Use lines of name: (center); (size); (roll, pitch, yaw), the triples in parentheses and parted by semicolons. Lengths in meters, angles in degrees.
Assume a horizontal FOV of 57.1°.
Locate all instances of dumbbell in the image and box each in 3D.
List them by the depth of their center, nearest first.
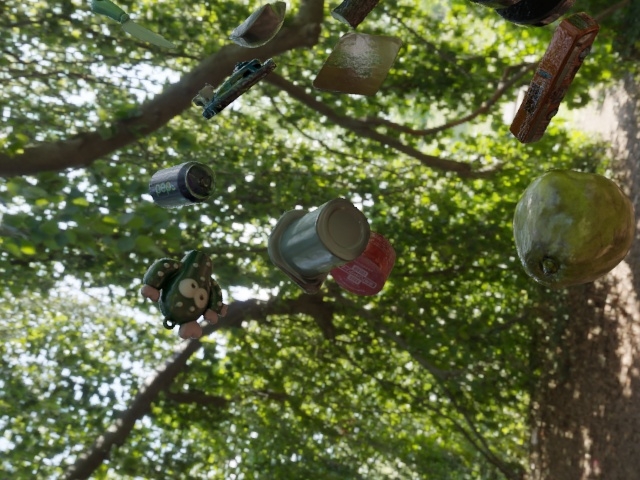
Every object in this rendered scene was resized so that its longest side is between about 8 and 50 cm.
dumbbell: (0.409, -0.570, 1.223); (0.322, 0.203, 0.204); (-12, -65, -53)

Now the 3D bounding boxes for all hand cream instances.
hand cream: (0.133, 0.068, 1.855); (0.193, 0.193, 0.125); (90, -155, -44)

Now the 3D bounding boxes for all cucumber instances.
cucumber: (0.108, -0.501, 1.139); (0.215, 0.052, 0.058); (-51, -52, -2)

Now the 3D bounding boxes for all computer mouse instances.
computer mouse: (-0.173, -0.704, 1.914); (0.090, 0.167, 0.379); (52, -147, -17)

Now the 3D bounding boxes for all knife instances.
knife: (-0.508, -0.578, 1.578); (0.063, 0.260, 0.034); (-51, -9, -46)

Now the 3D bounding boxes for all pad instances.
pad: (0.100, -0.467, 1.545); (0.004, 0.181, 0.267); (81, -152, -50)

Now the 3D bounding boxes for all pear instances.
pear: (0.612, -0.019, 1.454); (0.375, 0.287, 0.287); (-45, -31, -40)

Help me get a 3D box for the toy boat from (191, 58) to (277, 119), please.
toy boat: (-0.259, -0.491, 1.808); (0.134, 0.092, 0.299); (-18, 26, 54)

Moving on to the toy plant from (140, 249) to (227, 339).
toy plant: (-0.362, 0.143, 1.589); (0.232, 0.112, 0.243); (60, -142, -8)

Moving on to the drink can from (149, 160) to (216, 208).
drink can: (-0.382, -0.153, 1.633); (0.118, 0.205, 0.118); (4, -96, -41)

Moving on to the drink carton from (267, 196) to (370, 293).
drink carton: (0.000, 0.000, 1.411); (0.185, 0.191, 0.189); (-54, 16, -29)

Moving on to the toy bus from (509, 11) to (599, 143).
toy bus: (0.679, -0.463, 1.730); (0.409, 0.092, 0.093); (101, 148, -49)
